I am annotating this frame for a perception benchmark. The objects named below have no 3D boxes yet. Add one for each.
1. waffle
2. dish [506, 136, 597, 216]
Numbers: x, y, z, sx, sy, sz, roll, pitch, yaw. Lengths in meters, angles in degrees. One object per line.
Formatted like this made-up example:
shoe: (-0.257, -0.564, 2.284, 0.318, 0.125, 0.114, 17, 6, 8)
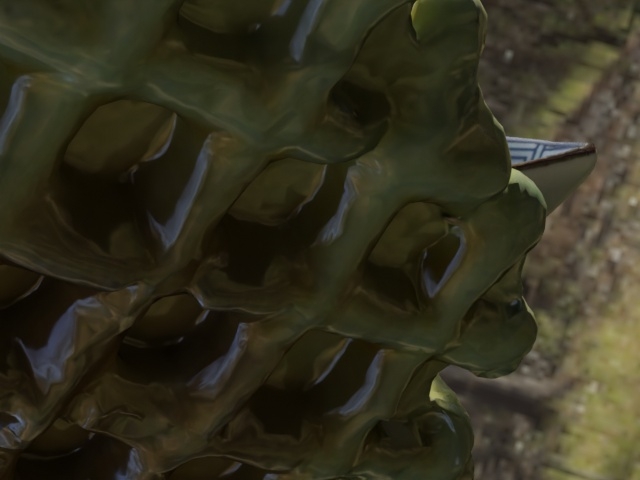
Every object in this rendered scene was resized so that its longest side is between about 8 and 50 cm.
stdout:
waffle: (-0.092, 0.033, 0.403, 0.291, 0.309, 0.056, 77, 170, -49)
dish: (0.000, 0.000, 0.867, 0.243, 0.182, 0.080, -13, -75, -39)
